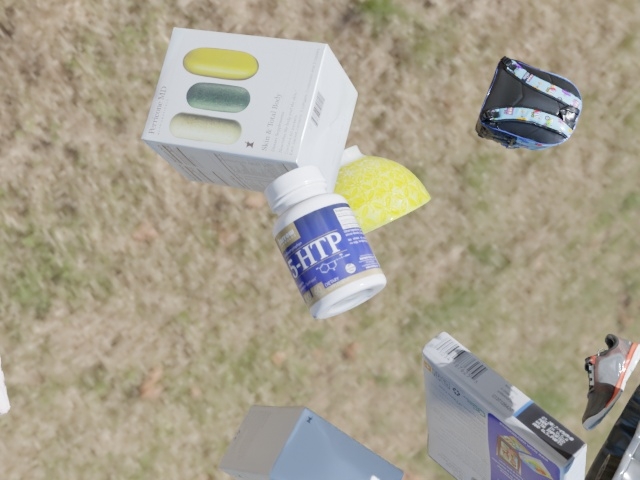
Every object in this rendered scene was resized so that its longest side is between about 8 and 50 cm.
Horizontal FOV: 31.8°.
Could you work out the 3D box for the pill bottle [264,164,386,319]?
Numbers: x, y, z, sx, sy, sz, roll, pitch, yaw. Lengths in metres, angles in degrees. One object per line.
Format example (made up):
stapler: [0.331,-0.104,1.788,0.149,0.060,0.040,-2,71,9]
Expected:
pill bottle: [0.000,0.000,1.497,0.112,0.186,0.112,-25,166,-7]

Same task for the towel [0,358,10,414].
towel: [-0.636,0.125,1.614,0.317,0.331,0.053,-12,175,-31]

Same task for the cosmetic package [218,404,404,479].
cosmetic package: [-0.020,0.398,1.944,0.225,0.224,0.138,-17,-139,61]

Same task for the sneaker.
sneaker: [0.390,0.195,1.567,0.158,0.065,0.061,-52,167,-33]

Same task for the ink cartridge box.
ink cartridge box: [0.292,0.337,1.819,0.072,0.304,0.307,-38,144,-21]

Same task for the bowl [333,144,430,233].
bowl: [0.048,-0.088,2.139,0.289,0.156,0.289,-25,-178,1]

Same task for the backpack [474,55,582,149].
backpack: [0.391,-0.242,2.096,0.117,0.173,0.158,87,23,-73]

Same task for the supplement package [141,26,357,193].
supplement package: [-0.108,-0.199,1.795,0.198,0.263,0.199,45,57,-67]

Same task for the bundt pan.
bundt pan: [0.403,0.319,1.399,0.331,0.124,0.331,-58,168,-21]
